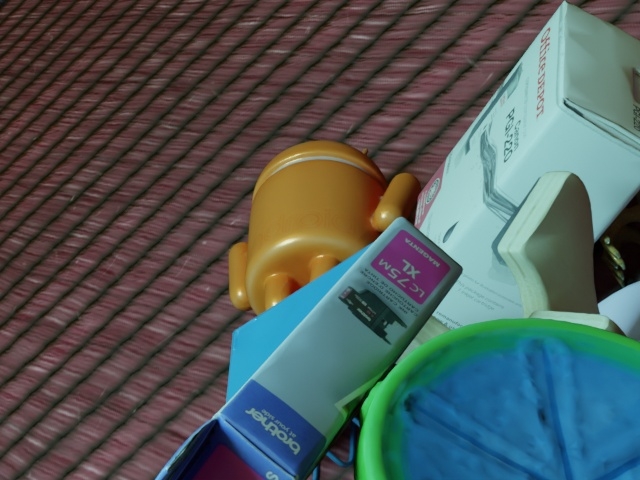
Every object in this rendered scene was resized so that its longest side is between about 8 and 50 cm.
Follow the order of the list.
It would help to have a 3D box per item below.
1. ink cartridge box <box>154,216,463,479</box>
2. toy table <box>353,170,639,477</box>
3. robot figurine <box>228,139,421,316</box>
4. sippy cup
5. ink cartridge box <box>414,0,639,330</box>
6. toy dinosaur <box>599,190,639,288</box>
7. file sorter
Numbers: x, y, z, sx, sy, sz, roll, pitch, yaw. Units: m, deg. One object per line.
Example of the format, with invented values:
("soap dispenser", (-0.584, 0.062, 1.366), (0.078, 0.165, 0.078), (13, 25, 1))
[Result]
("ink cartridge box", (-0.035, 0.122, 1.033), (0.186, 0.065, 0.311), (-54, -7, 33))
("toy table", (0.140, 0.103, 1.206), (0.252, 0.161, 0.274), (-12, 43, 48))
("robot figurine", (0.002, 0.000, 1.571), (0.219, 0.128, 0.158), (-88, 20, -50))
("sippy cup", (0.115, 0.200, 1.009), (0.240, 0.305, 0.224), (-92, 12, -49))
("ink cartridge box", (0.158, -0.046, 1.361), (0.218, 0.092, 0.158), (-52, 15, 33))
("toy dinosaur", (0.250, -0.023, 1.338), (0.112, 0.064, 0.211), (-34, 38, -2))
("file sorter", (0.023, 0.100, 1.431), (0.170, 0.104, 0.118), (-33, 30, 25))
